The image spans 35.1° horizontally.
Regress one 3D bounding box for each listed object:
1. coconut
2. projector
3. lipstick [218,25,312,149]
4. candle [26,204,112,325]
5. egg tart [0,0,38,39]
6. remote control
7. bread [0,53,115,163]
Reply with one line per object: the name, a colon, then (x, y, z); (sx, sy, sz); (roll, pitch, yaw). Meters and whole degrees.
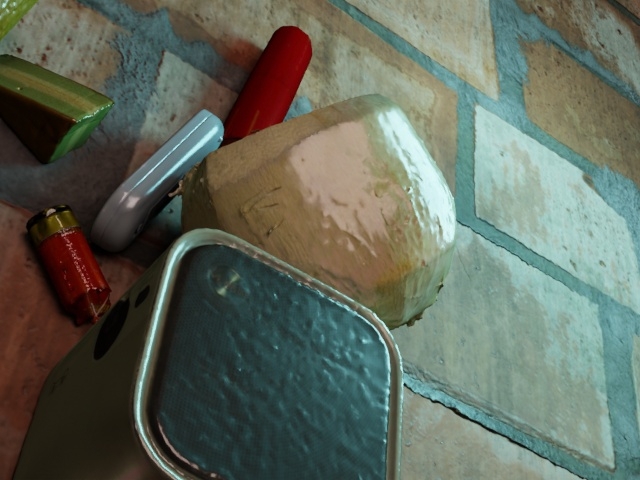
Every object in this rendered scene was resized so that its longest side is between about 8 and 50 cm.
coconut: (0.000, 0.000, 1.077); (0.297, 0.297, 0.254); (-25, 95, -49)
projector: (-0.099, 0.176, 0.884); (0.248, 0.249, 0.248); (29, 42, -22)
lipstick: (-0.072, -0.187, 1.334); (0.073, 0.073, 0.280); (37, 41, -15)
candle: (-0.247, 0.030, 1.016); (0.052, 0.052, 0.131); (-16, 72, -48)
egg tart: (-0.382, -0.280, 1.034); (0.215, 0.215, 0.171); (28, 58, -24)
remote control: (-0.176, -0.069, 1.129); (0.047, 0.087, 0.244); (32, 41, 2)
bread: (-0.304, -0.165, 1.092); (0.139, 0.084, 0.074); (50, 41, 1)
